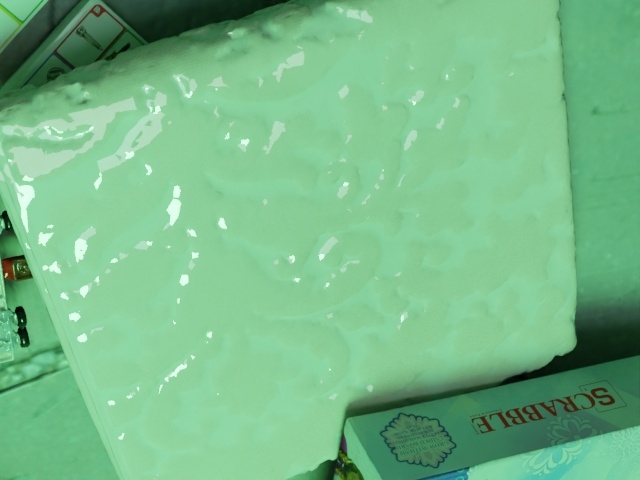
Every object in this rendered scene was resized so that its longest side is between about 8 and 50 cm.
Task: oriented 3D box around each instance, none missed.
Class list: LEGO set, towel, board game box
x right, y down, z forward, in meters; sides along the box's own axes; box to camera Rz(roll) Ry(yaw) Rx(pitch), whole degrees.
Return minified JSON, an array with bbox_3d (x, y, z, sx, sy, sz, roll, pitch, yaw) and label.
[{"bbox_3d":[-0.194,-0.037,0.718,0.244,0.060,0.182,-48,125,2],"label":"LEGO set"},{"bbox_3d":[0.000,0.000,0.772,0.331,0.053,0.317,-22,127,-13],"label":"towel"},{"bbox_3d":[0.148,0.230,0.943,0.318,0.066,0.319,-10,132,-23],"label":"board game box"}]
